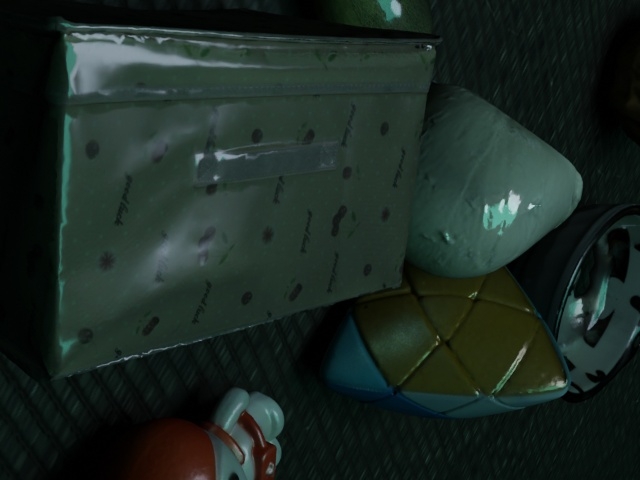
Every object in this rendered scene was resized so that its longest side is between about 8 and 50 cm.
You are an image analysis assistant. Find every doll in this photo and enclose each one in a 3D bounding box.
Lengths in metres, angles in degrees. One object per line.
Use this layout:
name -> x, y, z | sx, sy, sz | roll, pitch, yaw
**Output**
doll -> -0.131, 0.228, 0.795 | 0.290, 0.129, 0.161 | -33, 137, -54

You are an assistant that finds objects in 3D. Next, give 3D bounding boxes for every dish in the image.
dish -> 0.341, 0.068, 1.262 | 0.303, 0.120, 0.303 | -23, 123, -41

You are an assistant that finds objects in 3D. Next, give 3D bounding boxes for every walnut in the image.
walnut -> 0.490, -0.197, 1.242 | 0.213, 0.213, 0.213 | -23, 123, -41

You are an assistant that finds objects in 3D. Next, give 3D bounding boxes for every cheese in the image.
cheese -> 0.138, -0.054, 0.918 | 0.189, 0.198, 0.154 | -47, 166, -21

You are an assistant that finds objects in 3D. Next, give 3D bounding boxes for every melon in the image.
melon -> 0.045, -0.203, 0.825 | 0.098, 0.098, 0.131 | -55, 134, -16

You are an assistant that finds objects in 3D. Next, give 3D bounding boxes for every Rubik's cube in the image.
Rubik's cube -> 0.163, 0.130, 1.018 | 0.254, 0.254, 0.255 | -23, 123, -41

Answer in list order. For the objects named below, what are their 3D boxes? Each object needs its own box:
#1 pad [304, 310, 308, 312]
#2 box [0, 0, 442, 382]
pad -> 0.000, 0.000, 0.858 | 0.211, 0.003, 0.143 | 38, 76, -80
box -> -0.105, -0.059, 0.620 | 0.297, 0.225, 0.191 | -9, 113, -45
